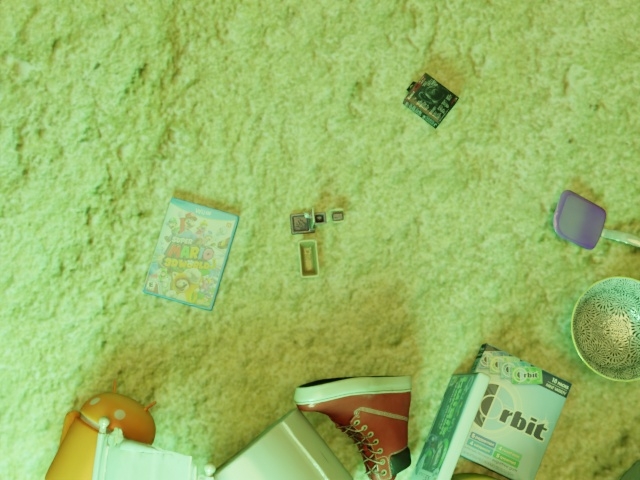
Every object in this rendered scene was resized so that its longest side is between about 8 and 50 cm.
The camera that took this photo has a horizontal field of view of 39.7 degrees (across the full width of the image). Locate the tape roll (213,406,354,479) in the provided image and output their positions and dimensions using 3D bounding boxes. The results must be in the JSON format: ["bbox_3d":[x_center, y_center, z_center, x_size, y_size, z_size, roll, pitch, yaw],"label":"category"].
[{"bbox_3d":[-0.079,0.385,1.303,0.246,0.246,0.169,-38,84,-9],"label":"tape roll"}]

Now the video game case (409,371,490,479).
[{"bbox_3d":[0.197,0.294,1.372,0.022,0.173,0.190,25,79,-1],"label":"video game case"}]

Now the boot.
[{"bbox_3d":[0.058,0.295,1.354,0.244,0.088,0.176,9,78,-46],"label":"boot"}]

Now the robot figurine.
[{"bbox_3d":[-0.336,0.327,1.355,0.128,0.158,0.219,30,79,-20],"label":"robot figurine"}]

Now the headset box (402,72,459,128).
[{"bbox_3d":[0.188,-0.245,1.541,0.083,0.032,0.062,37,79,4],"label":"headset box"}]

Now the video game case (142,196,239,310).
[{"bbox_3d":[-0.214,0.022,1.474,0.119,0.015,0.166,16,79,-1],"label":"video game case"}]

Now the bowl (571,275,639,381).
[{"bbox_3d":[0.484,0.149,1.465,0.170,0.080,0.170,1,79,-3],"label":"bowl"}]

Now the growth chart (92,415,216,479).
[{"bbox_3d":[-0.237,0.356,1.224,0.237,0.021,0.172,11,90,32],"label":"growth chart"}]

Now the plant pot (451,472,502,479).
[{"bbox_3d":[0.248,0.481,1.310,0.254,0.239,0.254,1,79,-4],"label":"plant pot"}]

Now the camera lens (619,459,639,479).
[{"bbox_3d":[0.610,0.452,1.347,0.219,0.219,0.274,-35,84,-9],"label":"camera lens"}]

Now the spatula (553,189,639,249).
[{"bbox_3d":[0.538,0.003,1.516,0.296,0.030,0.084,22,80,4],"label":"spatula"}]

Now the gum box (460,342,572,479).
[{"bbox_3d":[0.302,0.285,1.448,0.157,0.041,0.184,26,78,1],"label":"gum box"}]

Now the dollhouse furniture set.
[{"bbox_3d":[0.000,0.000,1.458,0.091,0.081,0.114,-4,80,-4],"label":"dollhouse furniture set"}]
